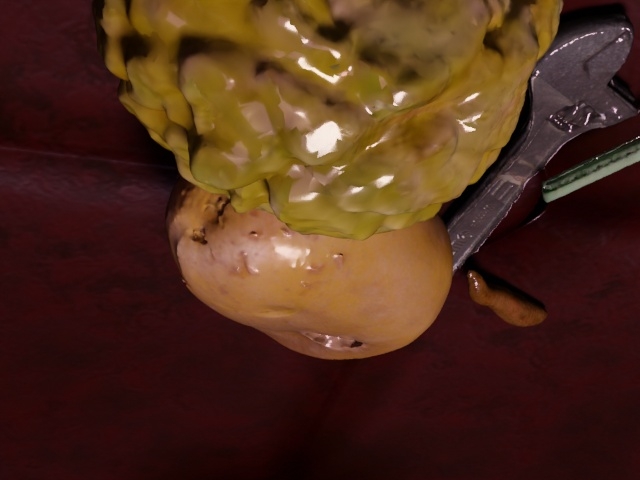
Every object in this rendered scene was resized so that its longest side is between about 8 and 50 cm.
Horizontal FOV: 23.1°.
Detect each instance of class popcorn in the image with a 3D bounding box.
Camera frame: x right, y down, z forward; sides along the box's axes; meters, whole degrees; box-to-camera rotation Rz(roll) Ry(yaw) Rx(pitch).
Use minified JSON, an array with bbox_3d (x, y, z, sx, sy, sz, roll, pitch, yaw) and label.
[{"bbox_3d":[0.005,-0.120,0.800,0.259,0.259,0.212,17,163,-28],"label":"popcorn"}]

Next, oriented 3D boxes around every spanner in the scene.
[{"bbox_3d":[0.123,-0.041,1.064,0.093,0.026,0.325,12,141,-21],"label":"spanner"}]

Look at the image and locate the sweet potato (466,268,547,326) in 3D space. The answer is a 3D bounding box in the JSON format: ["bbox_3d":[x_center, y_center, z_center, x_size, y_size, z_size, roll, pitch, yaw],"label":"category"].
[{"bbox_3d":[0.136,0.046,1.177,0.026,0.026,0.115,-29,148,28],"label":"sweet potato"}]

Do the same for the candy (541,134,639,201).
[{"bbox_3d":[0.284,-0.093,0.969,0.335,0.092,0.093,-25,160,27],"label":"candy"}]

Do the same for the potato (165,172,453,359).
[{"bbox_3d":[0.000,0.000,1.010,0.150,0.146,0.234,27,175,32],"label":"potato"}]
